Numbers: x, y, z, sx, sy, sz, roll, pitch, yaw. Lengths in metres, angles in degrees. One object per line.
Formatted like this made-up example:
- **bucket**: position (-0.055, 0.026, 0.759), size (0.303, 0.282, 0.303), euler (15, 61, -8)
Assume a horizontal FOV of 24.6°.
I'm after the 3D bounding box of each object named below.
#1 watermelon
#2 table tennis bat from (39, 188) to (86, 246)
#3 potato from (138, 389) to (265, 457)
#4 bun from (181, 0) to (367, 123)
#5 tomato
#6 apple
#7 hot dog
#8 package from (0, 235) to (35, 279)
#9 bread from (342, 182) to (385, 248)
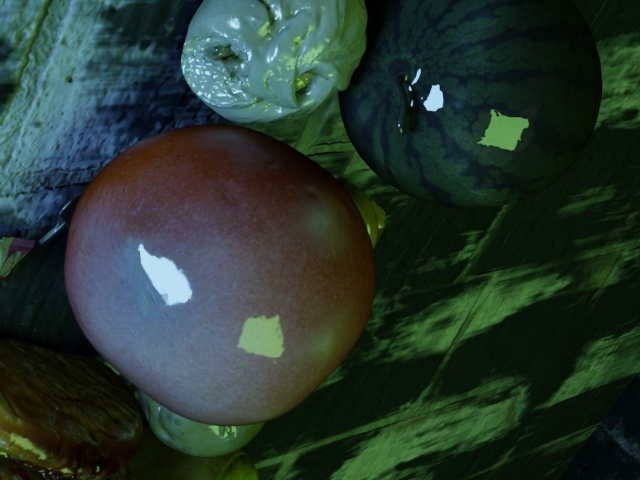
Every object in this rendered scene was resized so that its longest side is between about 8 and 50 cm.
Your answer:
- **watermelon**: position (0.163, -0.171, 1.614), size (0.279, 0.279, 0.359), euler (-55, 157, 22)
- **table tennis bat**: position (-0.264, -0.024, 1.546), size (0.083, 0.007, 0.050), euler (-43, 154, -4)
- **potato**: position (-0.124, 0.148, 1.734), size (0.262, 0.165, 0.165), euler (-77, -169, -54)
- **bun**: position (-0.040, -0.196, 1.475), size (0.193, 0.128, 0.178), euler (-28, 151, -25)
- **tomato**: position (-0.108, 0.035, 1.493), size (0.321, 0.321, 0.321), euler (-33, 151, -21)
- **apple**: position (-0.199, 0.362, 1.931), size (0.226, 0.246, 0.246), euler (-4, 161, 19)
- **hot dog**: position (-0.332, 0.235, 1.594), size (0.185, 0.223, 0.405), euler (-46, 153, 11)
- **package**: position (-0.335, 0.025, 1.496), size (0.083, 0.029, 0.059), euler (-38, 162, 13)
- **bread**: position (0.000, 0.000, 1.865), size (0.177, 0.084, 0.119), euler (-21, 145, -30)
